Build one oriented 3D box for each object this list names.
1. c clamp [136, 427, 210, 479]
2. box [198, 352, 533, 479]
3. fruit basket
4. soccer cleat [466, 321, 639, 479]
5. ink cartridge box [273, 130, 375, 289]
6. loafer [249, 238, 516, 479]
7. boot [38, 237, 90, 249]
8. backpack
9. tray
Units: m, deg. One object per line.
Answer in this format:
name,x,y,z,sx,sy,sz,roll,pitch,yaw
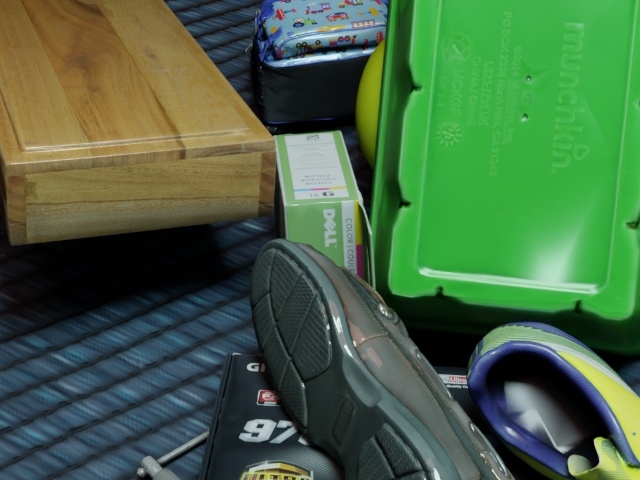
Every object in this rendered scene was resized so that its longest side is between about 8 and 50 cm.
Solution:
c clamp,-0.093,0.203,0.821,0.137,0.022,0.160,-25,45,-24
box,0.032,0.156,0.827,0.220,0.051,0.175,4,35,3
fruit basket,0.151,-0.102,0.981,0.282,0.392,0.392,6,41,10
soccer cleat,0.207,0.156,0.748,0.289,0.093,0.121,38,15,20
ink cartridge box,0.000,0.000,0.950,0.062,0.109,0.209,-5,25,-4
loafer,0.036,0.099,0.805,0.084,0.096,0.267,3,36,-34
boot,-0.303,-0.090,1.137,0.269,0.089,0.236,14,30,18
backpack,0.002,-0.199,1.219,0.158,0.117,0.173,-7,38,-5
tray,-0.200,-0.133,1.058,0.202,0.076,0.411,-7,29,-20
